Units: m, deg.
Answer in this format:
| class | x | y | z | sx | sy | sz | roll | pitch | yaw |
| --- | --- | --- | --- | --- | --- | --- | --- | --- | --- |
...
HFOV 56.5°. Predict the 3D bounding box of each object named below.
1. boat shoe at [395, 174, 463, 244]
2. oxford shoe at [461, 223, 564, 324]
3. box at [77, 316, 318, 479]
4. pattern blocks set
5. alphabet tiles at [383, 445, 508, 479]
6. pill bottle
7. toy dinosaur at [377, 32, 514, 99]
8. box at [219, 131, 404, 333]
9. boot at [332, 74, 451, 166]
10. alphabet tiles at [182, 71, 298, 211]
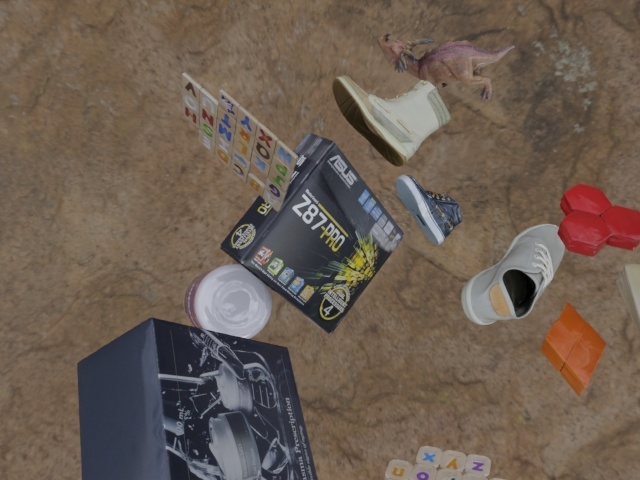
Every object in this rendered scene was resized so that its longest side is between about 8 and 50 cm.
| class | x | y | z | sx | sy | sz | roll | pitch | yaw |
| --- | --- | --- | --- | --- | --- | --- | --- | --- | --- |
| boat shoe | 0.227 | -0.082 | 1.236 | 0.083 | 0.065 | 0.183 | -42 | 121 | -11 |
| oxford shoe | 0.527 | 0.081 | 1.507 | 0.449 | 0.130 | 0.169 | -28 | 97 | -39 |
| box | -0.171 | 0.327 | 0.893 | 0.179 | 0.312 | 0.343 | -31 | 58 | 25 |
| pattern blocks set | 0.316 | 0.090 | 0.455 | 0.285 | 0.325 | 0.026 | 11 | 138 | 10 |
| alphabet tiles | 0.276 | 0.556 | 1.313 | 0.284 | 0.278 | 0.021 | 4 | 109 | 20 |
| pill bottle | -0.244 | 0.157 | 1.500 | 0.181 | 0.323 | 0.182 | 2 | 84 | -19 |
| toy dinosaur | 0.285 | -0.410 | 1.364 | 0.295 | 0.127 | 0.200 | -10 | 141 | 26 |
| box | 0.000 | 0.000 | 1.363 | 0.318 | 0.097 | 0.395 | -53 | 137 | -10 |
| boot | 0.141 | -0.272 | 1.181 | 0.165 | 0.077 | 0.213 | -42 | 89 | -17 |
| alphabet tiles | -0.141 | -0.165 | 0.980 | 0.237 | 0.198 | 0.009 | 42 | 67 | 6 |
